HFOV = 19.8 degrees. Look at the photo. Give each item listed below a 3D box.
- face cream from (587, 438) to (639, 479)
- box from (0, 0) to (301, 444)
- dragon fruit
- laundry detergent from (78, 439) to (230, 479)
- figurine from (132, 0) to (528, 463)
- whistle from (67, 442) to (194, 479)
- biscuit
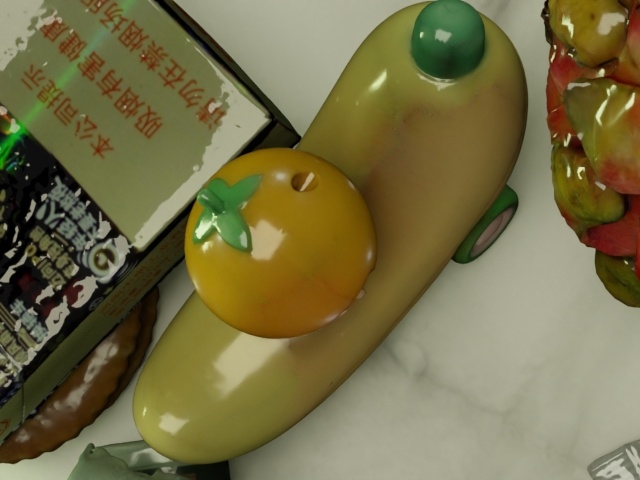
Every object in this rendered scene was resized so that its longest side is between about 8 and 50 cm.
[{"bbox_3d":[0.377,0.123,1.020,0.420,0.137,0.235,-35,74,18],"label":"face cream"},{"bbox_3d":[-0.189,-0.028,1.142,0.310,0.084,0.198,-46,77,5],"label":"box"},{"bbox_3d":[0.236,-0.100,0.961,0.314,0.263,0.296,-32,74,29],"label":"dragon fruit"},{"bbox_3d":[-0.094,0.238,1.161,0.099,0.070,0.226,-8,82,7],"label":"laundry detergent"},{"bbox_3d":[0.000,0.000,1.081,0.124,0.222,0.324,41,95,14],"label":"figurine"},{"bbox_3d":[0.014,0.207,1.076,0.346,0.142,0.134,22,80,4],"label":"whistle"},{"bbox_3d":[-0.214,0.040,1.221,0.220,0.066,0.220,-2,84,16],"label":"biscuit"}]
